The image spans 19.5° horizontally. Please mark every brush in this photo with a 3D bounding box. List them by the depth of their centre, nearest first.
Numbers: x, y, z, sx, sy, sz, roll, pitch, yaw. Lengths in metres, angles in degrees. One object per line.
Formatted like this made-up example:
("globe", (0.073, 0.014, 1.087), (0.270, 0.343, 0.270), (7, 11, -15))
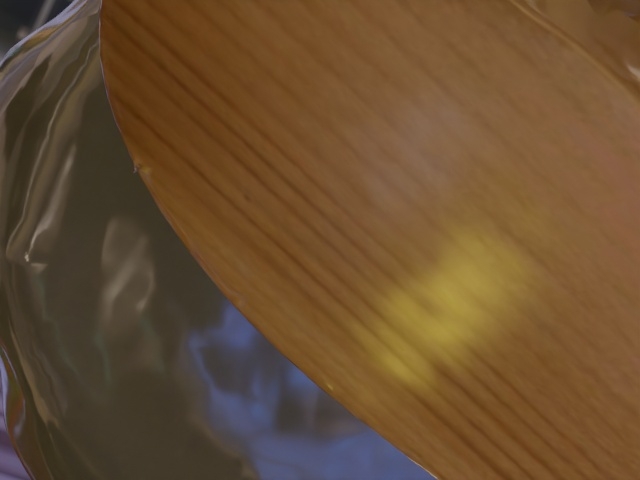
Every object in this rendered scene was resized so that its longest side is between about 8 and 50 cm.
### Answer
("brush", (0.092, -0.022, 0.411), (0.166, 0.266, 0.174), (-46, -176, -31))

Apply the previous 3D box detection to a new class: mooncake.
("mooncake", (0.000, 0.000, 0.669), (0.275, 0.275, 0.135), (-69, -164, -4))
